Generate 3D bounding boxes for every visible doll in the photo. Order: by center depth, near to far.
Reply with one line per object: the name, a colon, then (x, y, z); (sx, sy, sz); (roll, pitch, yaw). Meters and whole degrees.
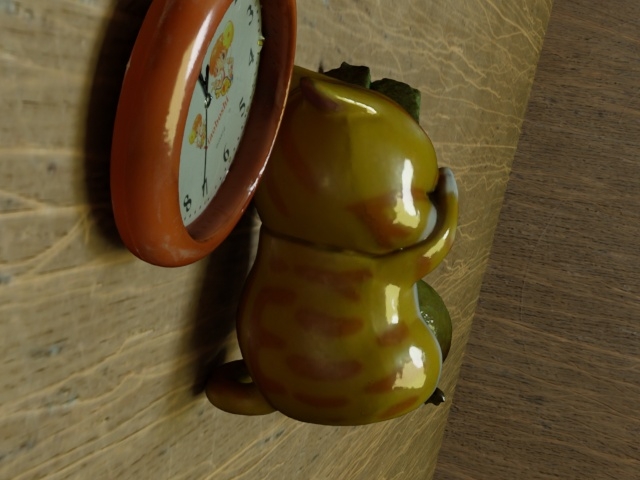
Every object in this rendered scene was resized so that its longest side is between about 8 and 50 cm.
doll: (0.015, 0.010, 0.913); (0.167, 0.162, 0.269); (-146, -118, -67)

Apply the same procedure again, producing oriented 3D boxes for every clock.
clock: (-0.068, -0.083, 0.714); (0.205, 0.051, 0.205); (16, 90, -77)

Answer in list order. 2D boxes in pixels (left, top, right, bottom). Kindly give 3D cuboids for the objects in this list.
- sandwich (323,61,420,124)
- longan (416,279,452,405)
sandwich: (0.037, -0.046, 1.080); (0.160, 0.109, 0.184); (85, 13, -74)
longan: (0.067, 0.108, 1.254); (0.154, 0.176, 0.145); (-51, 159, 1)
